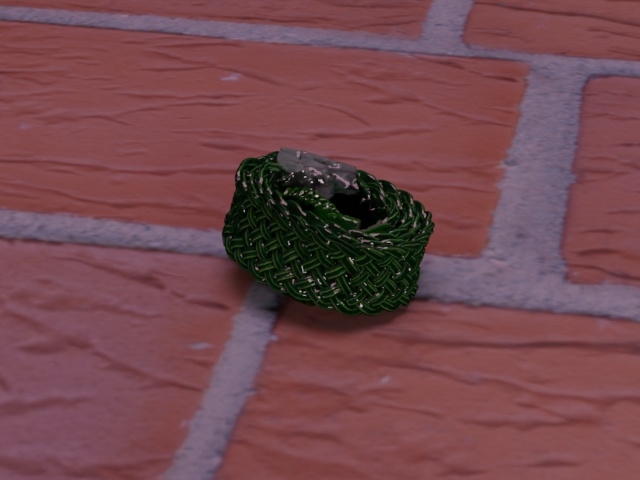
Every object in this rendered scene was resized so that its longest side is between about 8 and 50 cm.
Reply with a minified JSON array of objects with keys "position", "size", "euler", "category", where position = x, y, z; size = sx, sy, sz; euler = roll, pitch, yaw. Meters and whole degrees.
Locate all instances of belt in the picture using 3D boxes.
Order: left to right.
[{"position":[0.000,0.000,0.995],"size":[0.151,0.079,0.121],"euler":[28,29,21],"category":"belt"}]
